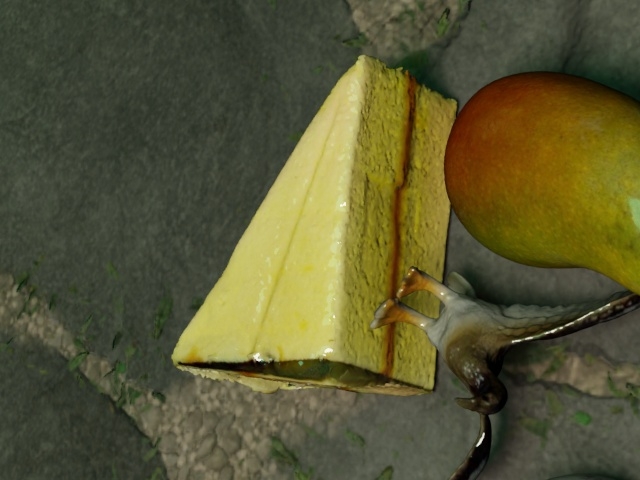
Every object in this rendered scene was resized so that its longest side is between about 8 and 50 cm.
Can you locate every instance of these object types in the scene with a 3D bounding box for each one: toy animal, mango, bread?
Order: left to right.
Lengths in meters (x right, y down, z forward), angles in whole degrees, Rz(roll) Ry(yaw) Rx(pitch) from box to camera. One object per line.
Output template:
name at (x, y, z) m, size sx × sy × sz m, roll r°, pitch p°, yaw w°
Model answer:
bread at (0.002, -0.004, 1.356) m, size 0.163 × 0.168 × 0.264 m, roll -2°, pitch 76°, yaw 36°
toy animal at (0.109, 0.093, 1.238) m, size 0.160 × 0.197 × 0.272 m, roll 42°, pitch 111°, yaw 25°
mango at (0.185, -0.047, 1.213) m, size 0.289 × 0.129 × 0.146 m, roll 18°, pitch 86°, yaw 58°

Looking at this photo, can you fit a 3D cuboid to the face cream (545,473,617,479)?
face cream at (0.187, 0.228, 1.206) m, size 0.117 × 0.104 × 0.117 m, roll -9°, pitch 74°, yaw 35°
